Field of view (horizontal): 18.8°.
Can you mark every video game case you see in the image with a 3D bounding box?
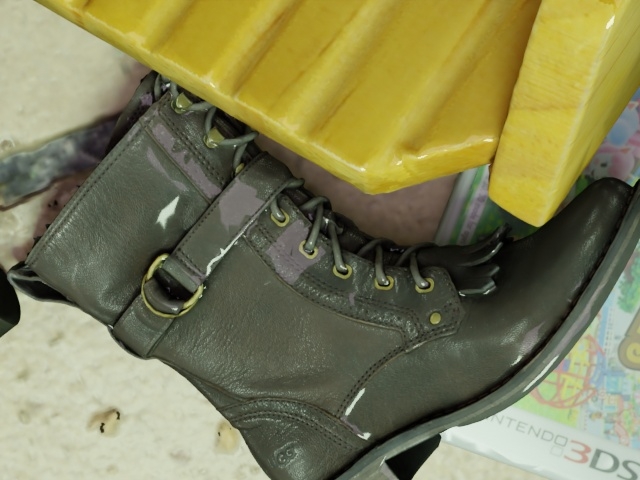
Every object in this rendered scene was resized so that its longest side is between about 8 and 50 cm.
[{"bbox_3d":[0.151,0.023,0.967,0.193,0.023,0.212,20,101,-5],"label":"video game case"}]

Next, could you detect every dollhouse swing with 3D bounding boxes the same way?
[{"bbox_3d":[0.003,-0.244,0.685,0.347,0.305,0.315,31,77,15],"label":"dollhouse swing"}]

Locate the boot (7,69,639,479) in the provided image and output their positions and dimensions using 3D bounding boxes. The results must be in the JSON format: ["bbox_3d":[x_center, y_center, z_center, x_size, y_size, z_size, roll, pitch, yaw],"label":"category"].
[{"bbox_3d":[0.000,0.000,0.914,0.263,0.091,0.229,-43,90,15],"label":"boot"}]

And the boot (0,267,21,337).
[{"bbox_3d":[-0.260,0.004,0.934,0.137,0.077,0.198,-36,99,12],"label":"boot"}]
